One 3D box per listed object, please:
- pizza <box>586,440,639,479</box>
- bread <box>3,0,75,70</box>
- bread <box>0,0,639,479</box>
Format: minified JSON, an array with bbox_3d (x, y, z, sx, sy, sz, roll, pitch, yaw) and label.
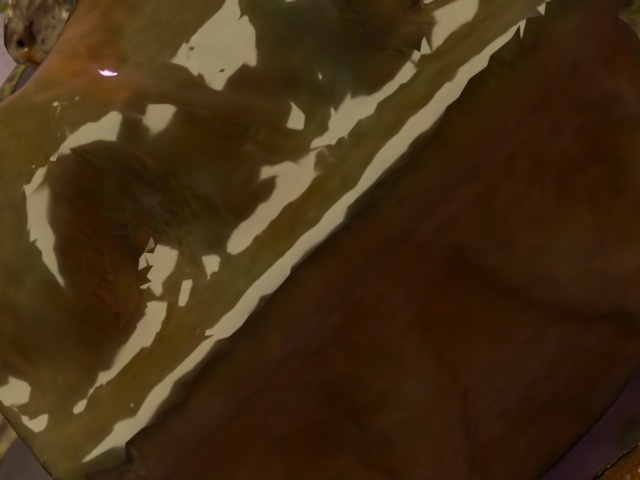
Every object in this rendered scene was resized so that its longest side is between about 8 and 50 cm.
[{"bbox_3d":[0.117,0.127,0.517,0.176,0.036,0.184,15,66,46],"label":"pizza"},{"bbox_3d":[-0.119,-0.165,0.937,0.177,0.084,0.119,-97,18,-46],"label":"bread"},{"bbox_3d":[-0.004,-0.005,0.599,0.252,0.238,0.196,-37,35,0],"label":"bread"}]
